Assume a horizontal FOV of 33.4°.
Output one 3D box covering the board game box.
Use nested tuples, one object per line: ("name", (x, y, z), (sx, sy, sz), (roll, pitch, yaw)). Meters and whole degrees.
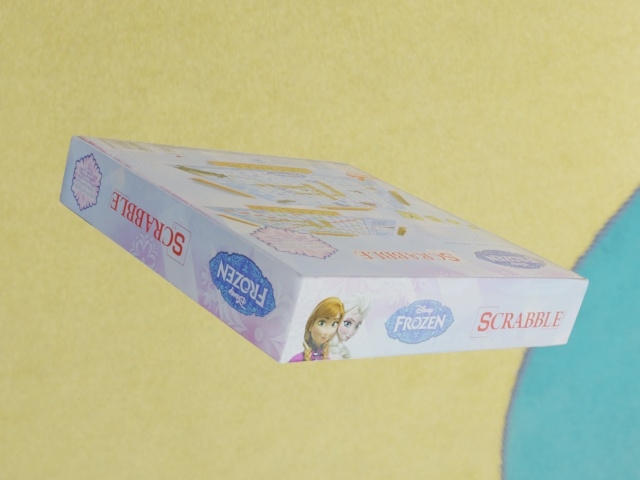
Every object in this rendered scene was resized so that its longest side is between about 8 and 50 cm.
("board game box", (0.000, 0.000, 0.886), (0.319, 0.318, 0.065), (2, 109, -41))
